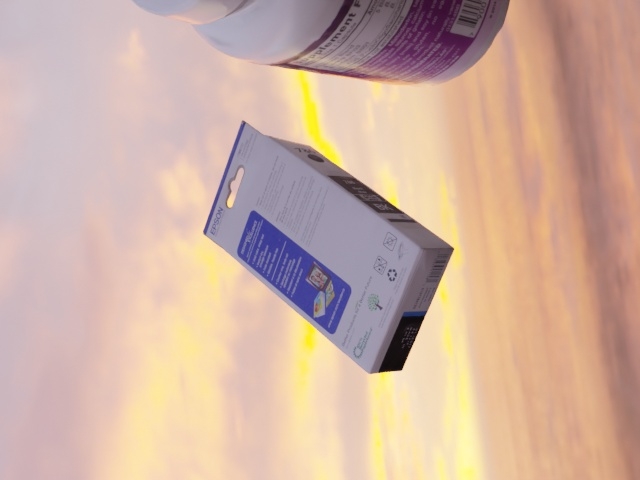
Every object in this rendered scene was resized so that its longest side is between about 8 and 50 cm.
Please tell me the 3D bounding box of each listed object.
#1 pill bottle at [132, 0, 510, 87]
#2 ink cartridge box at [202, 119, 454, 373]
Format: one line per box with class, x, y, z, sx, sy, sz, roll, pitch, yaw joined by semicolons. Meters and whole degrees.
pill bottle;-0.003;-0.210;1.001;0.302;0.169;0.169;2;-102;-49
ink cartridge box;0.000;0.000;1.567;0.333;0.065;0.165;38;117;38
